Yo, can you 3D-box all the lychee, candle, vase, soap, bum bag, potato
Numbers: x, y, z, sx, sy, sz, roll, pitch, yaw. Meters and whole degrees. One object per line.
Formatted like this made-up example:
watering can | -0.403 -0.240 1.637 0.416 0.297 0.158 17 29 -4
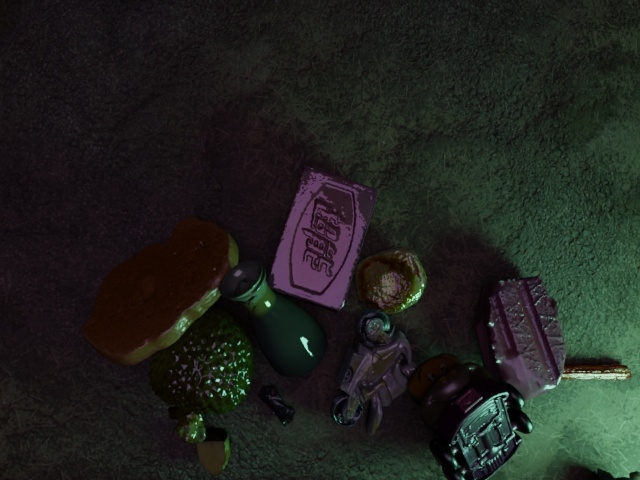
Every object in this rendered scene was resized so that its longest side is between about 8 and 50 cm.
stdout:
lychee | -0.304 0.334 1.232 0.270 0.270 0.320 42 75 2
candle | 0.743 0.380 1.386 0.328 0.048 0.051 1 98 -4
vase | -0.119 0.197 1.219 0.173 0.173 0.321 -35 128 -5
soap | 0.553 0.267 1.325 0.220 0.127 0.325 -11 74 -2
bum bag | -0.121 0.460 1.340 0.058 0.034 0.124 -41 87 3
potato | -0.287 0.578 1.308 0.096 0.066 0.103 1 94 21
soap | 0.000 0.000 1.346 0.232 0.128 0.360 18 83 -1

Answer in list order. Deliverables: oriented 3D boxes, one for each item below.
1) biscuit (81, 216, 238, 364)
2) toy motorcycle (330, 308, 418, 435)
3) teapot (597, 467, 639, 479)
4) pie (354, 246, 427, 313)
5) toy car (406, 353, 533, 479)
biscuit | -0.416 0.129 1.248 0.455 0.350 0.078 -35 131 -5
toy motorcycle | 0.161 0.371 1.326 0.222 0.108 0.341 20 91 -13
teapot | 0.832 0.772 1.273 0.305 0.223 0.285 32 77 3
pie | 0.199 0.115 1.364 0.205 0.084 0.179 -16 86 1
toy car | 0.375 0.465 1.270 0.271 0.240 0.341 -34 124 -12
